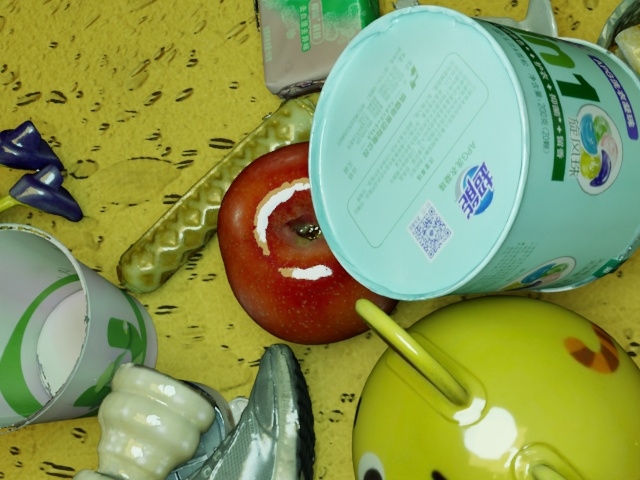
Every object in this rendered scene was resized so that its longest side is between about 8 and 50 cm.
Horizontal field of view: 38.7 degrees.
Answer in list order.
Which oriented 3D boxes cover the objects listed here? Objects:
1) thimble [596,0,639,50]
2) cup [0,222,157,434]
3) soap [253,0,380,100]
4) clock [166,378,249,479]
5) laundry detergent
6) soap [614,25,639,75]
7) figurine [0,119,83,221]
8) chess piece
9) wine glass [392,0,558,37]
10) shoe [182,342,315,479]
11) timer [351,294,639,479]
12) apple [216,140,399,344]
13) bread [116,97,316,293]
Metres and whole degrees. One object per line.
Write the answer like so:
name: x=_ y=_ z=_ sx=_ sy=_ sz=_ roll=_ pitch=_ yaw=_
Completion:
thimble: x=0.458 y=-0.186 z=1.105 sx=0.271 sy=0.150 sz=0.271 roll=-3 pitch=78 yaw=13
cup: x=-0.353 y=0.129 z=1.178 sx=0.253 sy=0.274 sz=0.253 roll=-3 pitch=76 yaw=13
soap: x=0.002 y=-0.337 z=1.274 sx=0.218 sy=0.098 sz=0.273 roll=-9 pitch=77 yaw=19
clock: x=-0.191 y=0.264 z=1.218 sx=0.229 sy=0.063 sz=0.155 roll=-20 pitch=73 yaw=11
laundry detergent: x=0.191 y=-0.084 z=0.974 sx=0.287 sy=0.305 sz=0.287 roll=1 pitch=92 yaw=49
soap: x=0.434 y=-0.148 z=0.985 sx=0.140 sy=0.073 sz=0.232 roll=-26 pitch=74 yaw=9
figurine: x=-0.543 y=-0.001 z=1.296 sx=0.421 sy=0.193 sz=0.154 roll=-37 pitch=75 yaw=9
chess piece: x=-0.236 y=0.286 z=1.069 sx=0.143 sy=0.143 sz=0.261 roll=17 pitch=61 yaw=17
wine glass: x=0.200 y=-0.252 z=1.190 sx=0.196 sy=0.165 sz=0.165 roll=-10 pitch=76 yaw=4
shoe: x=-0.100 y=0.295 z=1.133 sx=0.171 sy=0.132 sz=0.336 roll=-2 pitch=68 yaw=9
timer: x=0.188 y=0.219 z=0.964 sx=0.376 sy=0.387 sz=0.376 roll=-3 pitch=75 yaw=13
apple: x=0.000 y=0.000 z=1.148 sx=0.260 sy=0.216 sz=0.260 roll=-2 pitch=79 yaw=11
bread: x=-0.140 y=-0.060 z=1.264 sx=0.367 sy=0.077 sz=0.084 roll=-42 pitch=55 yaw=2
